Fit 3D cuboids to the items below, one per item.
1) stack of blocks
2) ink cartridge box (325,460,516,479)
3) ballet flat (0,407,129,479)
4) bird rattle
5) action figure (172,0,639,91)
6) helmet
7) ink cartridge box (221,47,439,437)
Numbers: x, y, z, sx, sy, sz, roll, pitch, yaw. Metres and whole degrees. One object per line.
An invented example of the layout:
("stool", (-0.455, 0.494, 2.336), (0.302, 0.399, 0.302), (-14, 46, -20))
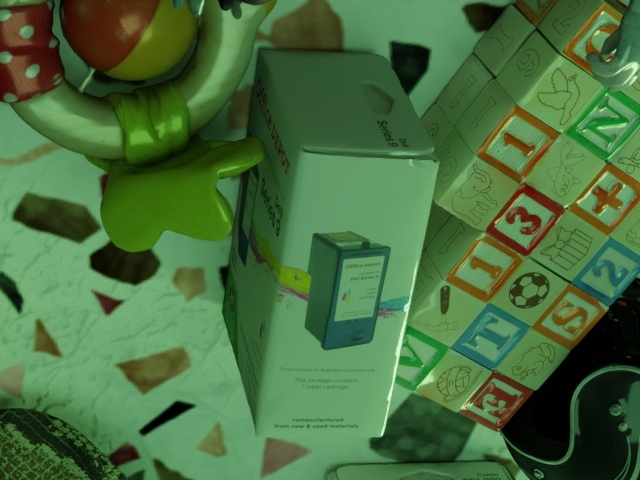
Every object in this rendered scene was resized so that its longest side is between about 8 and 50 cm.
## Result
("stack of blocks", (0.142, -0.025, 1.035), (0.171, 0.087, 0.297), (28, 110, -28))
("ink cartridge box", (0.073, 0.292, 1.208), (0.158, 0.092, 0.218), (1, 119, -16))
("ballet flat", (-0.143, 0.355, 1.065), (0.164, 0.182, 0.483), (-18, 109, 3))
("bird rattle", (-0.141, -0.117, 0.907), (0.253, 0.143, 0.207), (31, 97, -16))
("action figure", (0.093, -0.232, 0.811), (0.370, 0.248, 0.276), (-16, 114, -19))
("helmet", (0.223, 0.126, 1.110), (0.169, 0.169, 0.162), (6, 126, -19))
("ink cartridge box", (0.000, 0.000, 0.969), (0.093, 0.154, 0.212), (3, 121, -16))
